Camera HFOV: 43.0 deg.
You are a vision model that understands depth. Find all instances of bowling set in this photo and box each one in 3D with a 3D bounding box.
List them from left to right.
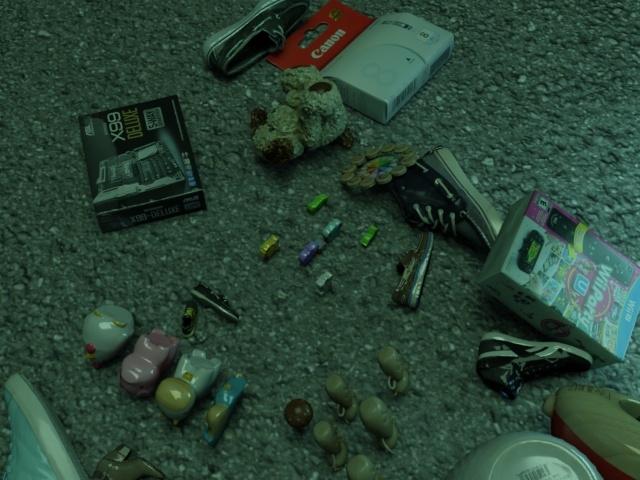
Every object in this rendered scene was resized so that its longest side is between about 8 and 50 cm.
[{"bbox_3d":[0.049,0.334,1.507,0.200,0.154,0.287,5,55,26],"label":"bowling set"}]

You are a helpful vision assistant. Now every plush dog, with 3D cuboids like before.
[{"bbox_3d":[-0.056,-0.265,1.899,0.225,0.210,0.262,-29,31,-2],"label":"plush dog"}]

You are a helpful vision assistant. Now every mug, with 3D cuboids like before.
[{"bbox_3d":[0.271,0.456,1.288,0.374,0.328,0.276,-6,56,-4],"label":"mug"}]

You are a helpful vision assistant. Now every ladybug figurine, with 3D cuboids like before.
[{"bbox_3d":[0.584,0.397,1.386,0.449,0.305,0.161,26,101,17],"label":"ladybug figurine"}]

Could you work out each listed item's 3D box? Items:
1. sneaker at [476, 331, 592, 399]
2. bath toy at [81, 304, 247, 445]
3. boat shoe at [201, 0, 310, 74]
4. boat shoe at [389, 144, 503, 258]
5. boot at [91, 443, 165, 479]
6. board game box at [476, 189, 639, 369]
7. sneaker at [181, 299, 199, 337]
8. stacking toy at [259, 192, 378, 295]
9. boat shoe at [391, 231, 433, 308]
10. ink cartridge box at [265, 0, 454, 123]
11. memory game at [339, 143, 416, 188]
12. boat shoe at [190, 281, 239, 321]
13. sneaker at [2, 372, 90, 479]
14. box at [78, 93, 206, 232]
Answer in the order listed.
[{"bbox_3d":[0.411,0.260,1.580,0.217,0.079,0.121,9,59,16],"label":"sneaker"},{"bbox_3d":[-0.320,0.253,1.560,0.348,0.129,0.151,28,16,16],"label":"bath toy"},{"bbox_3d":[-0.144,-0.529,2.098,0.335,0.121,0.119,-38,63,-11],"label":"boat shoe"},{"bbox_3d":[0.275,-0.052,1.773,0.158,0.127,0.340,-23,51,-7],"label":"boat shoe"},{"bbox_3d":[-0.355,0.432,1.485,0.118,0.042,0.087,28,67,19],"label":"boot"},{"bbox_3d":[0.486,0.077,1.617,0.303,0.097,0.224,36,60,-8],"label":"board game box"},{"bbox_3d":[-0.268,0.157,1.670,0.031,0.035,0.083,1,56,0],"label":"sneaker"},{"bbox_3d":[0.000,0.000,1.767,0.167,0.052,0.221,34,62,21],"label":"stacking toy"},{"bbox_3d":[0.195,0.053,1.721,0.066,0.066,0.183,13,57,11],"label":"boat shoe"},{"bbox_3d":[0.099,-0.495,2.083,0.385,0.091,0.308,32,61,19],"label":"ink cartridge box"},{"bbox_3d":[0.130,-0.172,1.851,0.186,0.012,0.186,-18,30,10],"label":"memory game"},{"bbox_3d":[-0.214,0.127,1.687,0.125,0.046,0.038,27,64,27],"label":"boat shoe"},{"bbox_3d":[-0.518,0.401,1.448,0.150,0.135,0.366,-30,57,-16],"label":"sneaker"},{"bbox_3d":[-0.415,-0.183,1.877,0.243,0.076,0.307,-13,57,-9],"label":"box"}]
